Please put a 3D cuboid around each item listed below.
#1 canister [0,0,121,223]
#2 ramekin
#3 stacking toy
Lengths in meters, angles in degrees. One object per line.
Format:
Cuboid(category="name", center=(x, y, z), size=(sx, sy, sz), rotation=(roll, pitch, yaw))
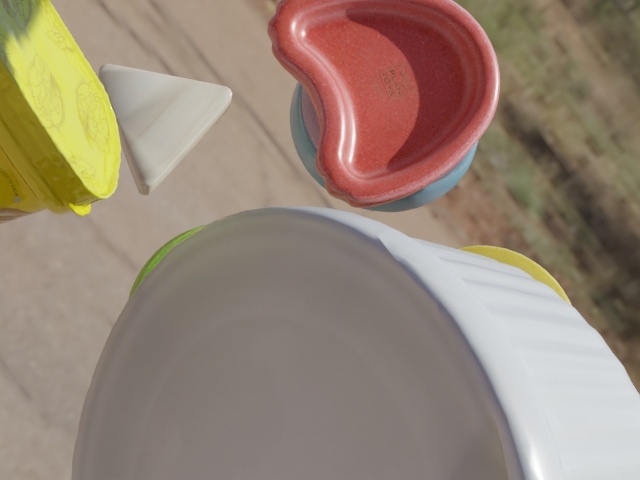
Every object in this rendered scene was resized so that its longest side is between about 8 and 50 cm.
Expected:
Cuboid(category="canister", center=(-0.190, -0.049, 0.800), size=(0.073, 0.170, 0.126), rotation=(-90, 157, -47))
Cuboid(category="ramekin", center=(0.025, 0.122, 0.777), size=(0.127, 0.273, 0.273), rotation=(2, 49, -45))
Cuboid(category="stacking toy", center=(0.000, 0.000, 1.213), size=(0.130, 0.279, 0.309), rotation=(114, -34, -72))
